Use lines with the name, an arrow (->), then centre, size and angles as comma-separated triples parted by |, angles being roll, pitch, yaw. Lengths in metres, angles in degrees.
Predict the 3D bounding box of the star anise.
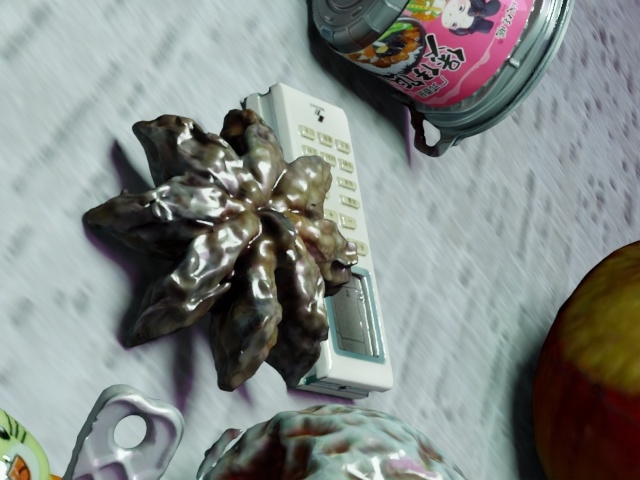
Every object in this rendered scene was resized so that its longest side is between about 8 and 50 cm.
star anise -> -0.055, 0.000, 1.135 | 0.223, 0.109, 0.235 | -10, 80, -48

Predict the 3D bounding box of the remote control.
remote control -> 0.000, 0.000, 1.307 | 0.103, 0.056, 0.277 | 17, 57, -52

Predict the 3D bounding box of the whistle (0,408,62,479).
whistle -> -0.169, 0.190, 0.856 | 0.288, 0.106, 0.131 | 47, 28, -20

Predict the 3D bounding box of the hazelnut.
hazelnut -> 0.403, 0.184, 1.543 | 0.402, 0.402, 0.429 | 54, 31, -21

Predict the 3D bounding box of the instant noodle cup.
instant noodle cup -> 0.108, -0.252, 1.479 | 0.182, 0.258, 0.302 | 20, 88, -30

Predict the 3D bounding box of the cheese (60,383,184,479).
cheese -> -0.156, 0.208, 0.762 | 0.163, 0.082, 0.286 | 24, 89, -31

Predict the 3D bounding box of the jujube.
jujube -> 0.049, 0.255, 1.077 | 0.317, 0.226, 0.226 | 44, 38, -26
